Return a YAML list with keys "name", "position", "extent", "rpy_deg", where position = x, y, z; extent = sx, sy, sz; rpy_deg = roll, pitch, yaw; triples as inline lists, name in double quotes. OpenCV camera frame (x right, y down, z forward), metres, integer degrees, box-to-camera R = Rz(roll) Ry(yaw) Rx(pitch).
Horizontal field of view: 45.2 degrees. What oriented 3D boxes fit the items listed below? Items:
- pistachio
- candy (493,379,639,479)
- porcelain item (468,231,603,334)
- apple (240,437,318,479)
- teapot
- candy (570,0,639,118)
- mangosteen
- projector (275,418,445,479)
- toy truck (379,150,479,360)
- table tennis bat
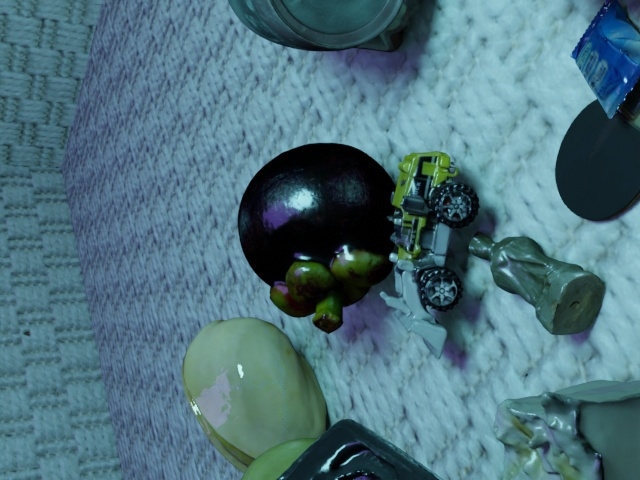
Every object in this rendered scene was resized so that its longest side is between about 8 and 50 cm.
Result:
- name: "pistachio"
  position: [-0.123, 0.286, 1.436]
  extent: [0.321, 0.238, 0.229]
  rpy_deg: [53, 143, 17]
- name: "candy"
  position: [0.291, 0.231, 0.796]
  extent: [0.137, 0.195, 0.184]
  rpy_deg: [-13, 83, 63]
- name: "porcelain item"
  position: [0.256, 0.035, 0.977]
  extent: [0.216, 0.069, 0.081]
  rpy_deg: [-136, 49, -56]
- name: "apple"
  position: [-0.007, 0.462, 1.218]
  extent: [0.292, 0.254, 0.291]
  rpy_deg: [-10, 78, 57]
- name: "teapot"
  position: [-0.004, -0.390, 1.189]
  extent: [0.233, 0.315, 0.312]
  rpy_deg: [-60, 27, 0]
- name: "candy"
  position: [0.326, -0.209, 0.865]
  extent: [0.136, 0.038, 0.088]
  rpy_deg: [-97, 29, -46]
- name: "mangosteen"
  position: [0.000, 0.000, 1.207]
  extent: [0.275, 0.275, 0.302]
  rpy_deg: [-43, 46, 51]
- name: "projector"
  position: [0.139, 0.443, 0.799]
  extent: [0.405, 0.242, 0.395]
  rpy_deg: [54, 163, -24]
- name: "toy truck"
  position: [0.143, 0.016, 1.079]
  extent: [0.136, 0.111, 0.285]
  rpy_deg: [-120, 36, -81]
- name: "table tennis bat"
  position: [0.340, -0.121, 0.874]
  extent: [0.130, 0.019, 0.220]
  rpy_deg: [59, 138, 41]
